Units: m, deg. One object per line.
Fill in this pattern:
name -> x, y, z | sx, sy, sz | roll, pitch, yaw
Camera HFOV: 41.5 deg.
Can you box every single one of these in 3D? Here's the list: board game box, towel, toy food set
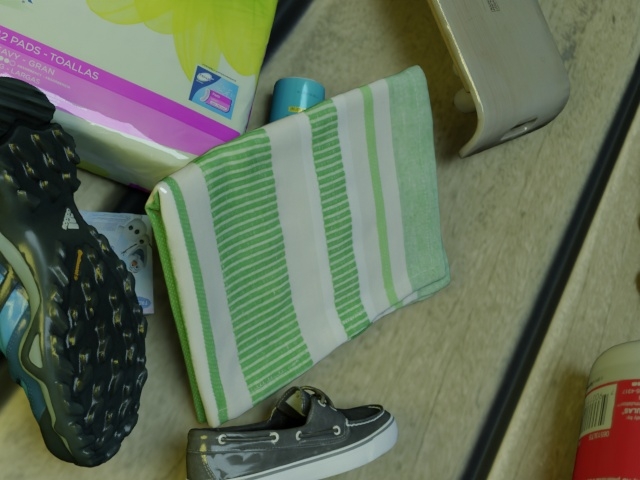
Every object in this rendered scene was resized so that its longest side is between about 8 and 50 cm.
board game box -> -0.191, 0.020, 0.733 | 0.090, 0.020, 0.090 | 4, 75, -31
towel -> 0.000, 0.000, 0.787 | 0.325, 0.038, 0.247 | -27, 119, -35
toy food set -> 0.171, -0.261, 1.010 | 0.220, 0.092, 0.306 | -22, 90, -46

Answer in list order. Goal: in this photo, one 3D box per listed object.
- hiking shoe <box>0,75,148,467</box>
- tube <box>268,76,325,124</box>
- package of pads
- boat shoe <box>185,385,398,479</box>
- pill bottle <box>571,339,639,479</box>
hiking shoe -> -0.230, 0.031, 0.658 | 0.113, 0.132, 0.304 | -26, 102, -60
tube -> -0.031, -0.058, 0.843 | 0.080, 0.052, 0.207 | 9, 77, -18
package of pads -> -0.195, -0.184, 0.742 | 0.297, 0.101, 0.229 | 21, 66, -26
boat shoe -> -0.021, 0.167, 0.747 | 0.229, 0.080, 0.076 | -8, 92, -37
pill bottle -> 0.363, 0.326, 0.861 | 0.229, 0.229, 0.407 | 29, 63, -22
